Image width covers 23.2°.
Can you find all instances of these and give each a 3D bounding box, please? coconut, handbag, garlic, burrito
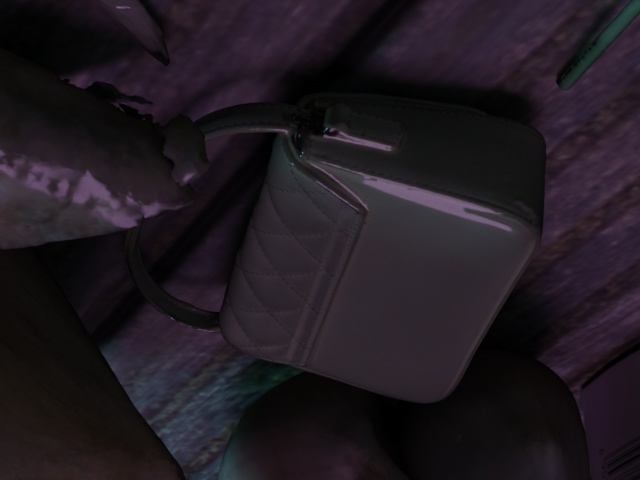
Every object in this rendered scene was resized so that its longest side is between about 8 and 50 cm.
[{"bbox_3d":[-0.232,0.134,0.877,0.329,0.328,0.328,-2,149,-1],"label":"coconut"},{"bbox_3d":[0.000,0.000,0.894,0.219,0.079,0.256,13,147,-5],"label":"handbag"},{"bbox_3d":[0.051,0.183,1.043,0.232,0.245,0.340,13,167,-8],"label":"garlic"},{"bbox_3d":[-0.243,-0.067,0.727,0.348,0.107,0.175,18,159,-27],"label":"burrito"}]

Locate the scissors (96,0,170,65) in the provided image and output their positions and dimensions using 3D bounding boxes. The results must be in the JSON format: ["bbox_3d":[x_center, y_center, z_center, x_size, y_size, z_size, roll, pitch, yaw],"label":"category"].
[{"bbox_3d":[-0.128,-0.160,0.655,0.109,0.022,0.300,-10,150,18],"label":"scissors"}]

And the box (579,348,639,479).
[{"bbox_3d":[0.366,0.187,1.137,0.333,0.173,0.145,14,147,-26],"label":"box"}]

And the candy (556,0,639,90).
[{"bbox_3d":[0.158,-0.120,0.733,0.061,0.061,0.202,6,156,-15],"label":"candy"}]
